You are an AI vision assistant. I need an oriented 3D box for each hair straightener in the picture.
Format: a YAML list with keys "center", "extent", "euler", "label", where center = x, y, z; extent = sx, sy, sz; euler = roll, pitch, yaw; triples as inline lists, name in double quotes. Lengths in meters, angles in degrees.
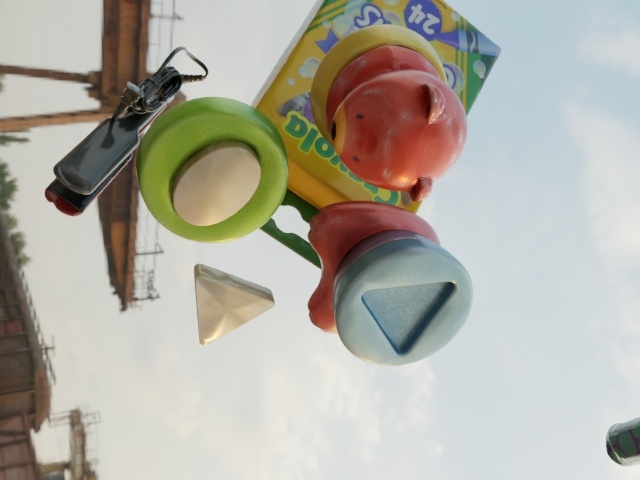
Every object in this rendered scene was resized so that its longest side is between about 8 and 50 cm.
- center: [-0.173, -0.120, 0.681]
  extent: [0.047, 0.230, 0.089]
  euler: [41, -39, -5]
  label: "hair straightener"

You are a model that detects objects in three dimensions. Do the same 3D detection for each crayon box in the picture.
- center: [0.042, -0.138, 0.765]
  extent: [0.323, 0.203, 0.083]
  euler: [-61, -164, -17]
  label: "crayon box"

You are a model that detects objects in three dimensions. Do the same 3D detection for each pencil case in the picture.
- center: [0.458, 0.271, 0.973]
  extent: [0.064, 0.070, 0.151]
  euler: [63, -19, 20]
  label: "pencil case"

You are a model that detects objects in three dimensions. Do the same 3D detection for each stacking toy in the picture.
- center: [0.000, 0.000, 0.603]
  extent: [0.130, 0.280, 0.308]
  euler: [-113, -169, -56]
  label: "stacking toy"
